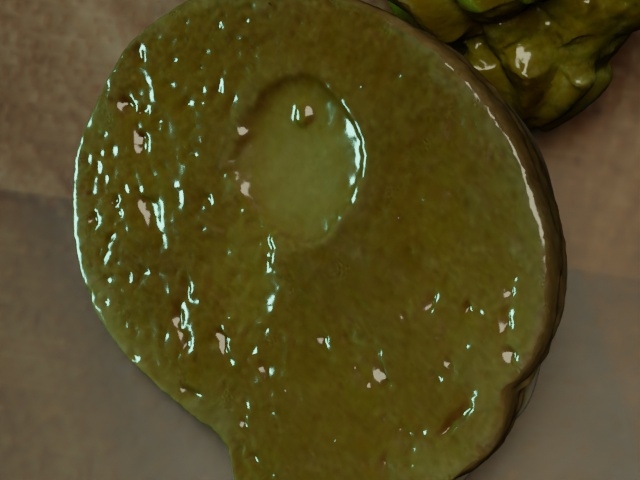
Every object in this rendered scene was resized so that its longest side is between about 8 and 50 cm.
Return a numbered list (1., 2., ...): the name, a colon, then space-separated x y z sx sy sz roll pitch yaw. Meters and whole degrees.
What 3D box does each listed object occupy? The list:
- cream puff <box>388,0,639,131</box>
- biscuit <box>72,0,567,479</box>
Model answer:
1. cream puff: 0.085 -0.114 0.635 0.146 0.146 0.116 -29 78 -3
2. biscuit: 0.000 0.000 0.635 0.208 0.049 0.181 44 109 19
